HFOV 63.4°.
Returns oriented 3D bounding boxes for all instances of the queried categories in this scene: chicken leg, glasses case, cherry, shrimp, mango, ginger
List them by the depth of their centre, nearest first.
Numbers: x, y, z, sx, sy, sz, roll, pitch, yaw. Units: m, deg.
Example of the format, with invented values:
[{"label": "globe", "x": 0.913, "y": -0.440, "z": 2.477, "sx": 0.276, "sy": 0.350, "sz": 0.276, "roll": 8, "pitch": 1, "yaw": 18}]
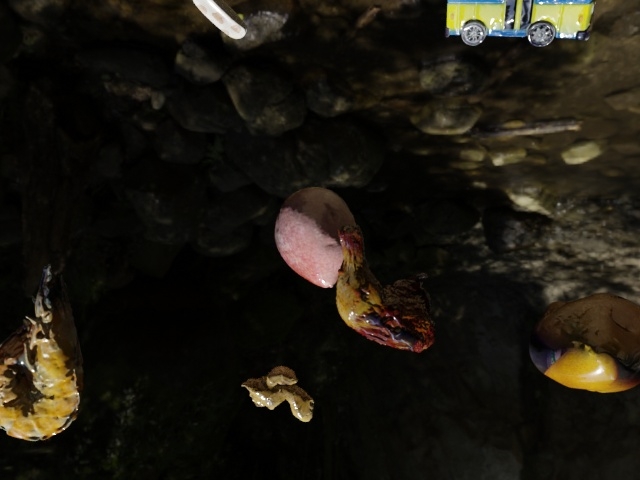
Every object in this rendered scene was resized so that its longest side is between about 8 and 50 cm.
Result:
[{"label": "shrimp", "x": -0.506, "y": 0.198, "z": 0.910, "sx": 0.164, "sy": 0.317, "sz": 0.062, "roll": 1, "pitch": -175, "yaw": -23}, {"label": "mango", "x": 0.530, "y": 0.192, "z": 0.992, "sx": 0.287, "sy": 0.201, "sz": 0.153, "roll": -4, "pitch": 139, "yaw": -32}, {"label": "chicken leg", "x": 0.123, "y": 0.113, "z": 1.037, "sx": 0.322, "sy": 0.177, "sz": 0.083, "roll": 35, "pitch": -179, "yaw": -19}, {"label": "cherry", "x": 0.002, "y": -0.008, "z": 1.294, "sx": 0.206, "sy": 0.239, "sz": 0.239, "roll": -36, "pitch": -161, "yaw": -33}, {"label": "ginger", "x": -0.104, "y": 0.413, "z": 1.370, "sx": 0.133, "sy": 0.214, "sz": 0.059, "roll": -32, "pitch": -153, "yaw": -2}, {"label": "glasses case", "x": -0.268, "y": -0.608, "z": 1.392, "sx": 0.063, "sy": 0.041, "sz": 0.164, "roll": -8, "pitch": 147, "yaw": 44}]

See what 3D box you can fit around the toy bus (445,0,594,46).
[{"label": "toy bus", "x": 0.405, "y": -0.503, "z": 1.044, "sx": 0.287, "sy": 0.138, "sz": 0.175, "roll": 11, "pitch": 138, "yaw": 22}]
